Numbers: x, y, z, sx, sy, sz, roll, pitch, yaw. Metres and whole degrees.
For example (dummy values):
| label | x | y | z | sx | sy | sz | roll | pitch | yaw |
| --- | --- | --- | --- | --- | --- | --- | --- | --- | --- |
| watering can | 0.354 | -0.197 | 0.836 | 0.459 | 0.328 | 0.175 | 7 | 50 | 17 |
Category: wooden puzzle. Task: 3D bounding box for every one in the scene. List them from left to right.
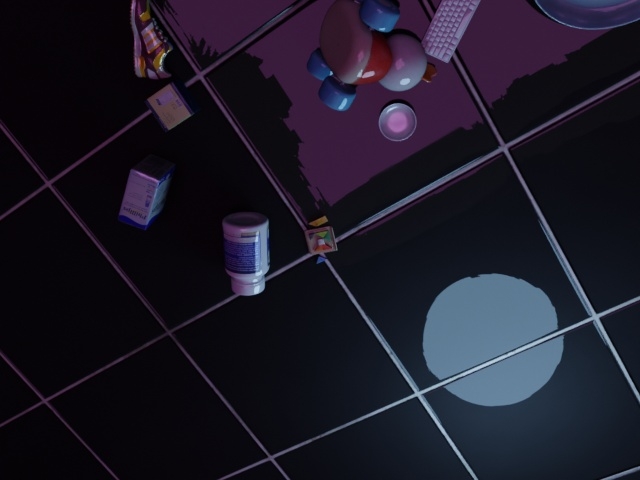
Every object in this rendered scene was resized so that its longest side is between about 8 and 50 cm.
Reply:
| label | x | y | z | sx | sy | sz | roll | pitch | yaw |
| --- | --- | --- | --- | --- | --- | --- | --- | --- | --- |
| wooden puzzle | 0.000 | 0.000 | 1.440 | 0.078 | 0.014 | 0.116 | -16 | 111 | 13 |

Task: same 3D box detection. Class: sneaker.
| label | x | y | z | sx | sy | sz | roll | pitch | yaw |
| --- | --- | --- | --- | --- | --- | --- | --- | --- | --- |
| sneaker | -0.364 | -0.447 | 1.270 | 0.083 | 0.070 | 0.186 | 3 | 120 | -4 |

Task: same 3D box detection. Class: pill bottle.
| label | x | y | z | sx | sy | sz | roll | pitch | yaw |
| --- | --- | --- | --- | --- | --- | --- | --- | --- | --- |
| pill bottle | -0.180 | 0.033 | 1.424 | 0.111 | 0.112 | 0.187 | 3 | 113 | 6 |

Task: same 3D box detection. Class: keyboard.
| label | x | y | z | sx | sy | sz | roll | pitch | yaw |
| --- | --- | --- | --- | --- | --- | --- | --- | --- | --- |
| keyboard | 0.291 | -0.498 | 1.189 | 0.072 | 0.014 | 0.256 | 24 | 114 | -4 |

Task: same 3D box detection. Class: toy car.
| label | x | y | z | sx | sy | sz | roll | pitch | yaw |
| --- | --- | --- | --- | --- | --- | --- | --- | --- | --- |
| toy car | 0.130 | -0.385 | 1.195 | 0.237 | 0.210 | 0.219 | 9 | 132 | -28 |

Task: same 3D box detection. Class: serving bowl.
| label | x | y | z | sx | sy | sz | roll | pitch | yaw |
| --- | --- | --- | --- | --- | --- | --- | --- | --- | --- |
| serving bowl | 0.172 | -0.266 | 1.297 | 0.083 | 0.027 | 0.083 | 3 | 113 | 6 |

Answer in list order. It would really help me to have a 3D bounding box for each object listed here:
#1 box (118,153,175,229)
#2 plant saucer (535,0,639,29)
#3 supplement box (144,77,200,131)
| label | x | y | z | sx | sy | sz | roll | pitch | yaw |
| --- | --- | --- | --- | --- | --- | --- | --- | --- | --- |
| box | -0.410 | -0.116 | 1.380 | 0.072 | 0.126 | 0.137 | 22 | 115 | -4 |
| plant saucer | 0.541 | -0.540 | 1.064 | 0.317 | 0.044 | 0.318 | 6 | 141 | 5 |
| supplement box | -0.336 | -0.308 | 1.326 | 0.083 | 0.056 | 0.083 | -28 | 107 | 17 |
